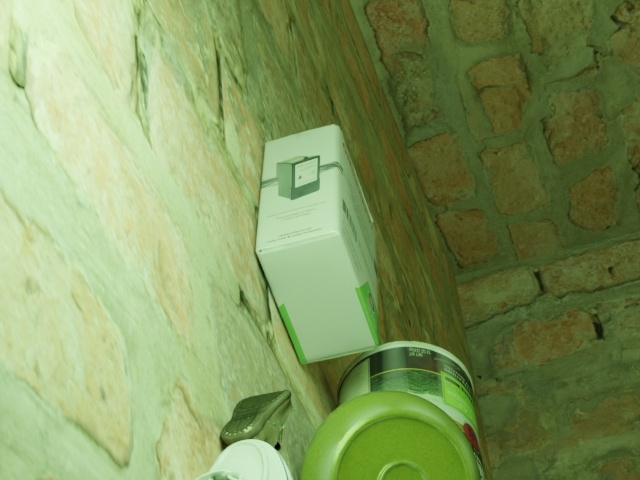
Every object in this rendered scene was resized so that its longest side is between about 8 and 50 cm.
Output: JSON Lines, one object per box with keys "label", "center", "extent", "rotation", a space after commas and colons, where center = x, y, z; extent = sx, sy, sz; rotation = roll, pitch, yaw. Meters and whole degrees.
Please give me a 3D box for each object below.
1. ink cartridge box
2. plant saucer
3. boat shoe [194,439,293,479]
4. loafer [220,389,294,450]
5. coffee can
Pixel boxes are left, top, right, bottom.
{"label": "ink cartridge box", "center": [0.000, 0.000, 1.754], "extent": [0.273, 0.115, 0.198], "rotation": [-89, 162, -55]}
{"label": "plant saucer", "center": [0.093, 0.298, 1.550], "extent": [0.037, 0.241, 0.241], "rotation": [150, -72, -66]}
{"label": "boat shoe", "center": [-0.075, 0.236, 1.085], "extent": [0.258, 0.095, 0.084], "rotation": [-86, 164, -63]}
{"label": "loafer", "center": [-0.064, 0.194, 1.332], "extent": [0.148, 0.056, 0.050], "rotation": [-35, 111, -68]}
{"label": "coffee can", "center": [0.121, 0.298, 1.761], "extent": [0.275, 0.201, 0.201], "rotation": [-89, 162, -57]}
